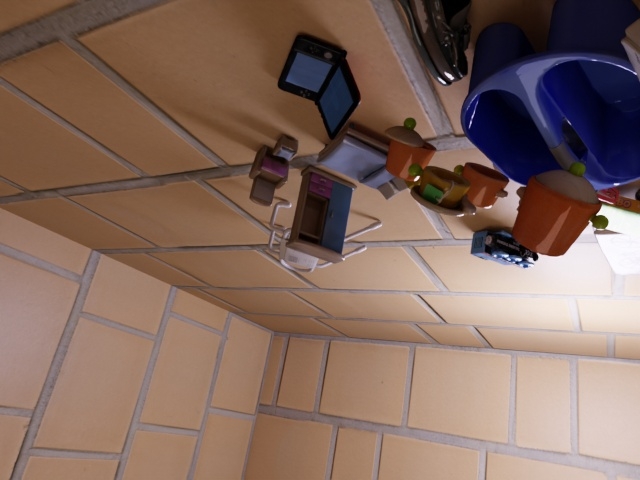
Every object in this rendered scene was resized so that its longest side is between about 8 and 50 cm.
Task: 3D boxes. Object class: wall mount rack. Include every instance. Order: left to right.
[{"bbox_3d":[0.000,0.000,1.452,0.304,0.130,0.350,15,159,-2],"label":"wall mount rack"}]

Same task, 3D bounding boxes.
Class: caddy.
[{"bbox_3d":[0.354,-0.182,0.715,0.241,0.179,0.341,-12,149,44],"label":"caddy"}]

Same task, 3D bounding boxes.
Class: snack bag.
[{"bbox_3d":[0.862,0.014,1.180,0.342,0.037,0.323,-6,155,38],"label":"snack bag"}]

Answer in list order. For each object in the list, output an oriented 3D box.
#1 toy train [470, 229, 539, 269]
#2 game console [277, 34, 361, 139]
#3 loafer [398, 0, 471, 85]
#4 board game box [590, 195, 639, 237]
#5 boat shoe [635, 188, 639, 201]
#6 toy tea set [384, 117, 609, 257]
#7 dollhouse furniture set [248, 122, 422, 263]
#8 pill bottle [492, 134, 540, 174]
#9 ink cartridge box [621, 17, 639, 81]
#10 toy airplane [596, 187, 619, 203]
[{"bbox_3d":[0.499,0.026,1.337,0.184,0.080,0.105,18,167,-24],"label":"toy train"},{"bbox_3d":[-0.007,-0.252,0.836,0.124,0.085,0.144,16,158,-14],"label":"game console"},{"bbox_3d":[0.152,-0.301,0.629,0.084,0.096,0.267,-10,150,31],"label":"loafer"},{"bbox_3d":[0.641,-0.051,1.048,0.259,0.039,0.124,15,167,12],"label":"board game box"},{"bbox_3d":[0.696,-0.090,0.980,0.125,0.046,0.038,6,165,36],"label":"boat shoe"},{"bbox_3d":[0.247,-0.099,0.723,0.336,0.200,0.124,22,116,8],"label":"toy tea set"},{"bbox_3d":[0.026,-0.105,1.046,0.286,0.198,0.303,20,157,-24],"label":"dollhouse furniture set"},{"bbox_3d":[0.407,-0.141,0.924,0.152,0.086,0.086,18,158,-18],"label":"pill bottle"},{"bbox_3d":[0.458,-0.207,0.453,0.273,0.114,0.197,-37,145,29],"label":"ink cartridge box"},{"bbox_3d":[0.499,-0.127,0.894,0.151,0.151,0.028,21,-160,-25],"label":"toy airplane"}]
